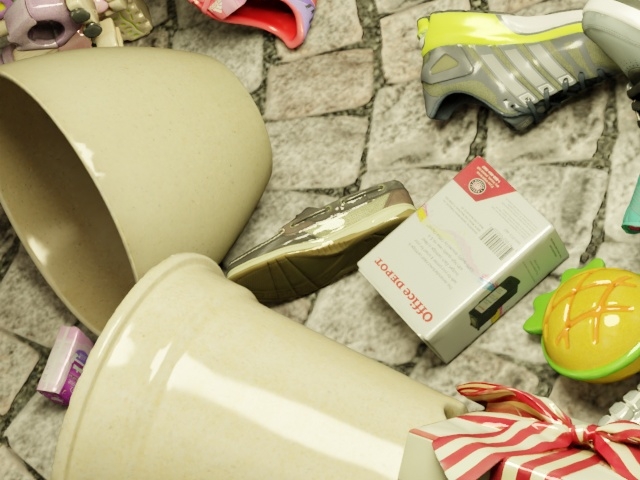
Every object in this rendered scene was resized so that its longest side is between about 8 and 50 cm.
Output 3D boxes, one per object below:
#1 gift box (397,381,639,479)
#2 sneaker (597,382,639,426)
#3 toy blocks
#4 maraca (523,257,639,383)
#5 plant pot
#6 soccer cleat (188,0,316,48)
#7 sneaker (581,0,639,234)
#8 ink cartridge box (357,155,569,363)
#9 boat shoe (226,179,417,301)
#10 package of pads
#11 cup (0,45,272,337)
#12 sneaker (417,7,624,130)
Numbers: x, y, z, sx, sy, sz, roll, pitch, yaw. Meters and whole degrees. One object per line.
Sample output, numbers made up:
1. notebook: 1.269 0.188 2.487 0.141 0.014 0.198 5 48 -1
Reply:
1. gift box: 0.198 0.267 1.206 0.255 0.276 0.258 14 97 25
2. sneaker: 0.330 0.177 1.324 0.228 0.086 0.132 -53 30 -9
3. toy blocks: -0.370 -0.279 1.795 0.260 0.288 0.309 -22 60 9
4. maraca: 0.264 0.074 1.424 0.127 0.099 0.185 -39 24 -2
5. plant pot: -0.036 0.213 1.387 0.305 0.334 0.333 18 72 19
6. soccer cleat: -0.141 -0.322 1.712 0.108 0.318 0.116 -32 49 49
7. sneaker: 0.336 -0.094 1.435 0.295 0.124 0.178 40 87 8
8. ink cartridge box: 0.146 0.020 1.524 0.175 0.072 0.127 -41 55 0
9. boat shoe: 0.000 -0.001 1.604 0.224 0.080 0.073 -21 52 7
10. package of pads: -0.287 0.142 1.673 0.032 0.050 0.083 8 67 28
11. cup: -0.195 -0.083 1.621 0.237 0.331 0.331 -31 51 -26
12. sneaker: 0.243 -0.177 1.580 0.300 0.111 0.121 3 83 27
